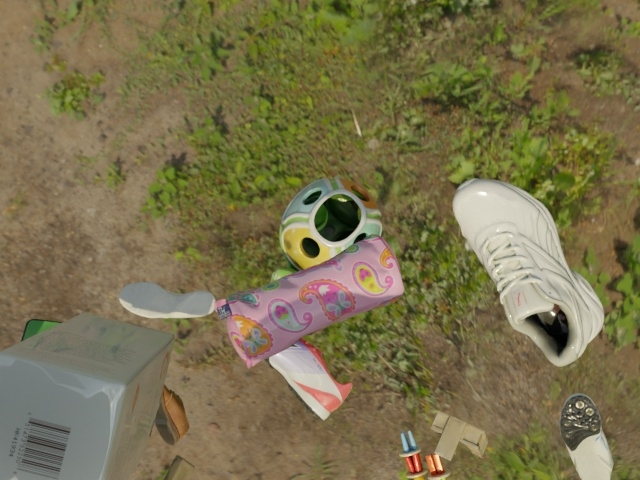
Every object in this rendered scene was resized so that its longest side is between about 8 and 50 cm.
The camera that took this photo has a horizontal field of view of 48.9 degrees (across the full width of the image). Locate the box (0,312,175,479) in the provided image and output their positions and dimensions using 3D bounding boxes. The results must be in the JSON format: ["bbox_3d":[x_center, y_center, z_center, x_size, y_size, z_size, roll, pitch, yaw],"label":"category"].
[{"bbox_3d":[-0.347,0.250,1.036,0.168,0.345,0.215,15,92,-2],"label":"box"}]

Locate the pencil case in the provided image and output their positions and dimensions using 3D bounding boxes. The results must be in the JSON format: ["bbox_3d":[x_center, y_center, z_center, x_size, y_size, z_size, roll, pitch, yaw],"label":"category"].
[{"bbox_3d":[-0.015,0.089,1.088,0.284,0.124,0.124,-22,65,-11],"label":"pencil case"}]

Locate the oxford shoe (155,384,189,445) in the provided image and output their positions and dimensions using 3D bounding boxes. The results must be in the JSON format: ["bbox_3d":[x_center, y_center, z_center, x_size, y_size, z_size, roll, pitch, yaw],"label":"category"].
[{"bbox_3d":[-0.382,0.392,1.734,0.076,0.076,0.212,-3,111,41],"label":"oxford shoe"}]

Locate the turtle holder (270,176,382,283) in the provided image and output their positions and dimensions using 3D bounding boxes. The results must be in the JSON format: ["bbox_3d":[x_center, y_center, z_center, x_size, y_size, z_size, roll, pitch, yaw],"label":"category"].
[{"bbox_3d":[-0.002,-0.020,1.693,0.320,0.227,0.243,-21,84,-9],"label":"turtle holder"}]

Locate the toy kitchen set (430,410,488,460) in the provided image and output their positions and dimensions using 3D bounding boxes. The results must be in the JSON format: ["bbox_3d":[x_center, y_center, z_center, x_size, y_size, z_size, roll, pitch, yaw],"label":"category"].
[{"bbox_3d":[0.229,0.344,1.191,0.083,0.075,0.068,19,70,28],"label":"toy kitchen set"}]

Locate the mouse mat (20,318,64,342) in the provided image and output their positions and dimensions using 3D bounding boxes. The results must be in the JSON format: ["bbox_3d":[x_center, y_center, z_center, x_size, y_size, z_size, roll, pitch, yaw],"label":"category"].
[{"bbox_3d":[-0.485,0.226,1.305,0.152,0.007,0.190,9,44,-13],"label":"mouse mat"}]

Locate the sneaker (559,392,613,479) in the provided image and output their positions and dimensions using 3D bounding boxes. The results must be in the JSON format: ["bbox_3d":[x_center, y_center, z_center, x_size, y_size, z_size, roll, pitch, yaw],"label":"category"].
[{"bbox_3d":[0.543,0.401,1.448,0.085,0.237,0.086,-13,27,20],"label":"sneaker"}]

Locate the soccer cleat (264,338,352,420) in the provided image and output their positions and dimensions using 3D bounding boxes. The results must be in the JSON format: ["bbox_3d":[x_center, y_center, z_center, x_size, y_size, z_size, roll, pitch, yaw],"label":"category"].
[{"bbox_3d":[-0.064,0.261,1.618,0.116,0.108,0.318,-41,85,-9],"label":"soccer cleat"}]

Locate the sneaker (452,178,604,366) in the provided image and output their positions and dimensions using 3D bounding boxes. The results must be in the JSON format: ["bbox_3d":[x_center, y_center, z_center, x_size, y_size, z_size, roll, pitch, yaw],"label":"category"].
[{"bbox_3d":[0.222,0.034,0.762,0.090,0.115,0.232,-39,90,34],"label":"sneaker"}]

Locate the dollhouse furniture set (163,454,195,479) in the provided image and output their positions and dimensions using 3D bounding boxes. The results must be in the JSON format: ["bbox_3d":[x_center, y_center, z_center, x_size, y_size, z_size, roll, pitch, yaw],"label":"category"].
[{"bbox_3d":[-0.201,0.364,0.956,0.081,0.091,0.114,-38,19,40],"label":"dollhouse furniture set"}]

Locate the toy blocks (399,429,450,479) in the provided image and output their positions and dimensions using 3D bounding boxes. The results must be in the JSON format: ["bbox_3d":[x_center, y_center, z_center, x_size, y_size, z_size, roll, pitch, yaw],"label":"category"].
[{"bbox_3d":[0.230,0.495,1.556,0.123,0.054,0.148,-20,86,53],"label":"toy blocks"}]

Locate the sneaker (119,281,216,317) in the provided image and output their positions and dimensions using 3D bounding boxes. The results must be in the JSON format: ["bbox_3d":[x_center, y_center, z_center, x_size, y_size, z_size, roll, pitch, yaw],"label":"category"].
[{"bbox_3d":[-0.349,0.148,1.601,0.212,0.094,0.080,9,72,-14],"label":"sneaker"}]
